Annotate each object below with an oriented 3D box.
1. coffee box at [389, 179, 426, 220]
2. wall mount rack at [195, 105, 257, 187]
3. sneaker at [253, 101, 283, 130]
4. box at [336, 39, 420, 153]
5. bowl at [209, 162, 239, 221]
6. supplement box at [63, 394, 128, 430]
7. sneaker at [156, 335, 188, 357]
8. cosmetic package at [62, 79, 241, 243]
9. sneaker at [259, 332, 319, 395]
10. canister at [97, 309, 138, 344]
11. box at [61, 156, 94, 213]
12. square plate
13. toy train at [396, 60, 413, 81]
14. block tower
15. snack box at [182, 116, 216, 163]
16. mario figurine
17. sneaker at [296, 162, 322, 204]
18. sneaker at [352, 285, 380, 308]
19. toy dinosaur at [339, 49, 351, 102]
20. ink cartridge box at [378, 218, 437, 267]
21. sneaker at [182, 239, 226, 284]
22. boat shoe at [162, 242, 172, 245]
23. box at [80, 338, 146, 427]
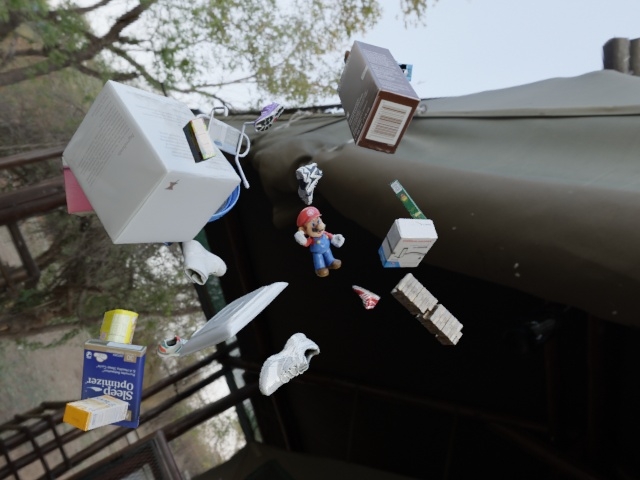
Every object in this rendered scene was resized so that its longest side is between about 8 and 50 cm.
[{"bbox_3d":[0.362,-0.159,1.920,0.113,0.040,0.184,31,25,-58],"label":"coffee box"},{"bbox_3d":[-0.398,-0.402,2.018,0.131,0.350,0.303,10,-92,33],"label":"wall mount rack"},{"bbox_3d":[-0.222,-0.512,1.904,0.071,0.170,0.068,31,-35,13],"label":"sneaker"},{"bbox_3d":[0.168,-0.462,1.463,0.381,0.143,0.191,-99,-155,-48],"label":"box"},{"bbox_3d":[-0.544,-0.244,1.981,0.391,0.391,0.077,59,-39,16],"label":"bowl"},{"bbox_3d":[-0.441,0.337,0.912,0.062,0.098,0.036,10,-94,22],"label":"supplement box"},{"bbox_3d":[-0.532,0.394,1.747,0.075,0.161,0.057,-56,-129,26],"label":"sneaker"},{"bbox_3d":[-0.552,-0.240,1.523,0.327,0.329,0.393,-44,-109,22],"label":"cosmetic package"},{"bbox_3d":[-0.125,0.492,1.831,0.129,0.297,0.111,14,-42,40],"label":"sneaker"},{"bbox_3d":[-0.561,0.279,1.258,0.126,0.073,0.169,-16,-120,45],"label":"canister"},{"bbox_3d":[-0.961,-0.223,1.906,0.148,0.127,0.232,165,-82,-81],"label":"box"},{"bbox_3d":[-0.326,0.280,1.695,0.344,0.347,0.049,-27,-81,39],"label":"square plate"},{"bbox_3d":[0.247,-0.625,1.716,0.184,0.105,0.080,17,-66,32],"label":"toy train"},{"bbox_3d":[0.442,0.288,1.928,0.335,0.091,0.097,46,-24,-6],"label":"block tower"},{"bbox_3d":[-0.315,-0.256,1.197,0.141,0.037,0.100,12,-59,66],"label":"snack box"},{"bbox_3d":[0.000,0.000,2.084,0.198,0.170,0.320,-60,132,-64],"label":"mario figurine"},{"bbox_3d":[-0.044,-0.316,2.508,0.094,0.153,0.234,29,-35,42],"label":"sneaker"},{"bbox_3d":[0.167,0.224,1.799,0.119,0.067,0.042,27,4,-12],"label":"sneaker"},{"bbox_3d":[0.205,-0.651,1.928,0.296,0.127,0.200,22,-39,3],"label":"toy dinosaur"},{"bbox_3d":[0.326,0.013,1.745,0.203,0.148,0.085,110,-24,-53],"label":"ink cartridge box"},{"bbox_3d":[-0.524,0.137,2.074,0.292,0.108,0.169,49,28,-53],"label":"sneaker"},{"bbox_3d":[-0.731,-0.041,1.913,0.109,0.259,0.089,-100,-147,-72],"label":"boat shoe"},{"bbox_3d":[-0.504,0.356,1.121,0.036,0.137,0.225,-93,-168,-77],"label":"box"}]
